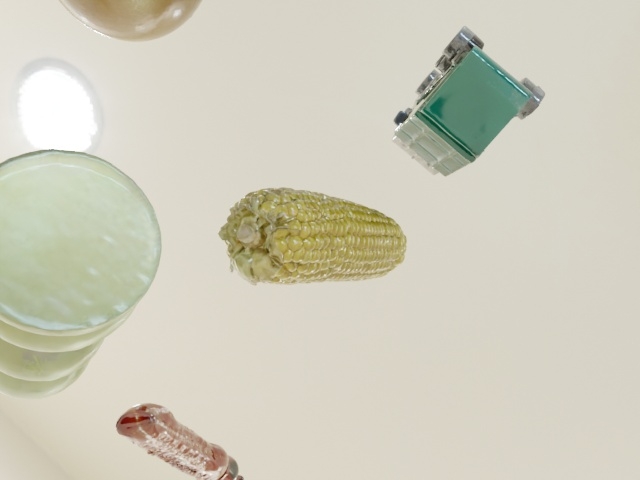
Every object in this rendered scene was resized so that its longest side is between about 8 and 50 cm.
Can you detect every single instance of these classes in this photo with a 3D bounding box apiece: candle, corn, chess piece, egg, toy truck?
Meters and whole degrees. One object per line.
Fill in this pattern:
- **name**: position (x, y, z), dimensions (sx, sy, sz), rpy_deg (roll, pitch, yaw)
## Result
- **candle**: position (-0.146, 0.235, 0.958), dimensions (0.051, 0.329, 0.048), rpy_deg (-39, -116, -8)
- **corn**: position (0.004, -0.001, 0.853), dimensions (0.091, 0.260, 0.091), rpy_deg (0, -92, 31)
- **chess piece**: position (-0.224, 0.051, 0.703), dimensions (0.144, 0.144, 0.251), rpy_deg (43, -35, 3)
- **egg**: position (-0.313, -0.485, 1.359), dimensions (0.283, 0.282, 0.351), rpy_deg (-3, -43, 14)
- **toy truck**: position (0.154, -0.145, 0.959), dimensions (0.114, 0.253, 0.124), rpy_deg (40, -100, -3)
